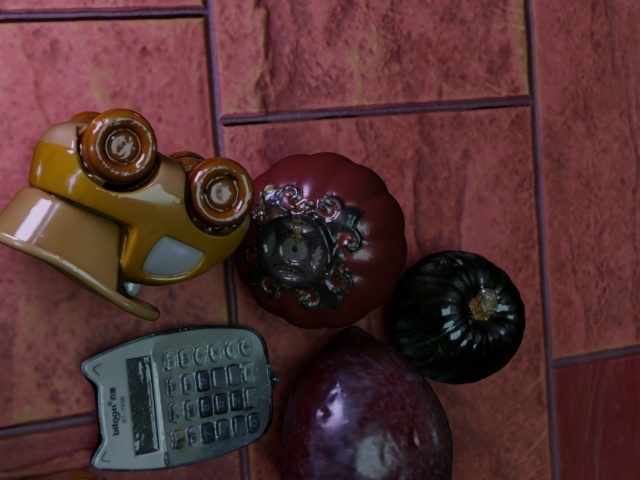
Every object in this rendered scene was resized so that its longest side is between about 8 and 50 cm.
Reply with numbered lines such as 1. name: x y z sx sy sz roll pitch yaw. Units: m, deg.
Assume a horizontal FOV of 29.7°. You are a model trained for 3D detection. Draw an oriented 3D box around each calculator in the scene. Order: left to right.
1. calculator: -0.173 0.198 1.538 0.268 0.040 0.177 -6 96 -25

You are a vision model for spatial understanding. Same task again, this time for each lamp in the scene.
1. lamp: 0.000 0.000 1.524 0.227 0.227 0.227 -1 93 -25

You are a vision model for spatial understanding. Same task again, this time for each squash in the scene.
1. squash: 0.187 0.106 1.640 0.193 0.156 0.193 0 90 -49

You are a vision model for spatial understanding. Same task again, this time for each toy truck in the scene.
1. toy truck: -0.232 -0.036 1.408 0.288 0.204 0.211 27 84 -24

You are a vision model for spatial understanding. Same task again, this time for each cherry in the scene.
1. cherry: 0.058 0.258 1.563 0.230 0.203 0.300 -5 82 -17

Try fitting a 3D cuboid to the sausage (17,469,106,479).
1. sausage: -0.421 0.322 1.422 0.348 0.053 0.053 -8 96 -24
